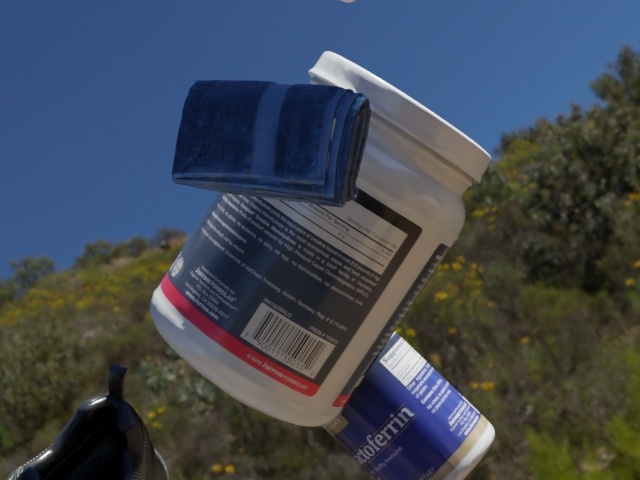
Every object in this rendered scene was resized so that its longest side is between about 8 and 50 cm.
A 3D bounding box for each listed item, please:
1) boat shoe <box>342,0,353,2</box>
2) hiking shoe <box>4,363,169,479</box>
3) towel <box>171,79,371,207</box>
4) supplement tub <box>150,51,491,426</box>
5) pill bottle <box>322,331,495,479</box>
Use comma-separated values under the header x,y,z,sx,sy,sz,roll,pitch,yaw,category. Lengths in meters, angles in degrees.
x,y,z,sx,sy,sz,roll,pitch,yaw,category
0.070,-0.326,1.130,0.184,0.063,0.066,-46,-20,9,boat shoe
-0.153,0.173,0.576,0.114,0.086,0.227,87,-163,-46,hiking shoe
-0.030,-0.057,0.623,0.119,0.067,0.029,9,-1,33,towel
0.000,0.000,0.932,0.272,0.191,0.191,-57,-21,5,supplement tub
0.078,0.203,1.396,0.153,0.265,0.153,-46,-5,-6,pill bottle
